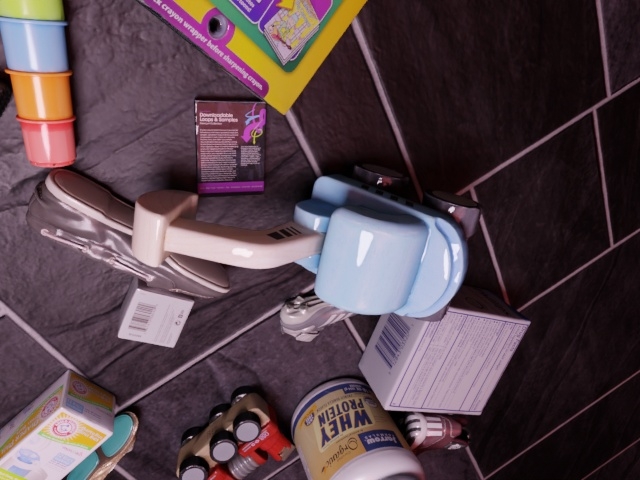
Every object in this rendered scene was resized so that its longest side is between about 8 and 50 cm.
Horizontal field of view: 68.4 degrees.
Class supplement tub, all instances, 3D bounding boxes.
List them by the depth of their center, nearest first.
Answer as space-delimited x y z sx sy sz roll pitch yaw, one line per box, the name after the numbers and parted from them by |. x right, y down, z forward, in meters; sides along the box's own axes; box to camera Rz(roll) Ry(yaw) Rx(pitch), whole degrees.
0.082 0.480 1.013 0.228 0.316 0.229 -9 116 -18 | supplement tub

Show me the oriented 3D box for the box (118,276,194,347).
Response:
-0.291 0.117 0.832 0.101 0.087 0.101 19 106 -28 | box

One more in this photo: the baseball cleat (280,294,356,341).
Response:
0.014 0.153 0.989 0.205 0.072 0.110 -5 129 -14 | baseball cleat

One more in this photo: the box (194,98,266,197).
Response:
-0.151 -0.154 0.794 0.115 0.029 0.162 -4 116 -20 | box

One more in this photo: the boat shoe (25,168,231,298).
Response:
-0.305 0.012 0.775 0.335 0.112 0.095 36 110 -26 | boat shoe

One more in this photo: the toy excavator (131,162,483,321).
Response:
0.000 0.000 0.759 0.445 0.432 0.223 -20 129 -58 | toy excavator

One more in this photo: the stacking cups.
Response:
-0.367 -0.256 0.619 0.095 0.096 0.317 -6 117 -18 | stacking cups

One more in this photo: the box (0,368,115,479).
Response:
-0.491 0.356 0.858 0.203 0.103 0.114 -41 122 1 | box

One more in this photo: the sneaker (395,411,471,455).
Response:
0.271 0.478 1.130 0.162 0.107 0.281 1 152 1 | sneaker

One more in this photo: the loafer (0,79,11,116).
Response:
-0.513 -0.141 0.640 0.078 0.080 0.220 34 93 -20 | loafer

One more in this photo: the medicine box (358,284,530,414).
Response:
0.278 0.241 1.075 0.289 0.149 0.264 12 109 -26 | medicine box

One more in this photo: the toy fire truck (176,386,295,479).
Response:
-0.158 0.467 1.031 0.217 0.158 0.246 -40 111 0 | toy fire truck

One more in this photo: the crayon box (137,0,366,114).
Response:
-0.086 -0.389 0.593 0.313 0.106 0.362 -53 145 7 | crayon box

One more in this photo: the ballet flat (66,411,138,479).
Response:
-0.422 0.422 0.948 0.206 0.073 0.067 -45 148 7 | ballet flat
